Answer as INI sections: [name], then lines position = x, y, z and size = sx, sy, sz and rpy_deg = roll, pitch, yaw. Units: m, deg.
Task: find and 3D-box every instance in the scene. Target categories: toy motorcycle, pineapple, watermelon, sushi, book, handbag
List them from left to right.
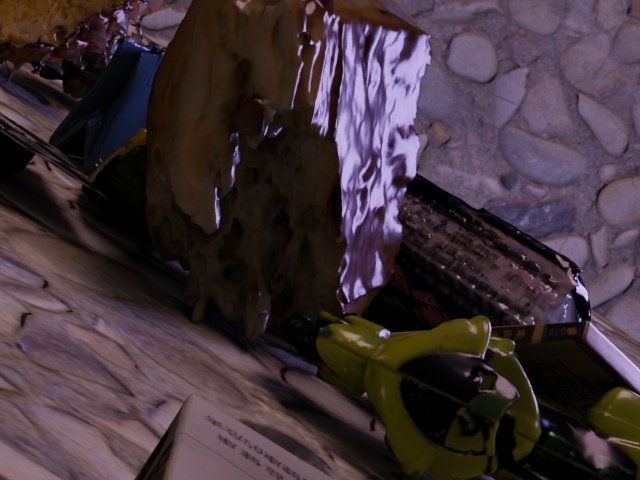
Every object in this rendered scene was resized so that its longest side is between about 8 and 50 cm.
[sushi]
position = -0.303, -0.095, 1.655
size = 0.231, 0.047, 0.219
rpy_deg = 34, 1, -23
[pineapple]
position = -0.267, -0.235, 2.269
size = 0.262, 0.262, 0.271
rpy_deg = 37, -15, 32
[handbag]
position = -0.179, -0.132, 2.024
size = 0.057, 0.144, 0.221
rpy_deg = 33, 8, 18
[watermelon]
position = -0.141, -0.071, 1.821
size = 0.123, 0.129, 0.301
rpy_deg = 32, 20, -1
[toy motorcycle]
position = 0.139, 0.142, 1.540
size = 0.342, 0.142, 0.206
rpy_deg = 28, 5, -26
[book]
position = 0.159, 0.117, 1.665
size = 0.231, 0.026, 0.161
rpy_deg = -6, -31, 36

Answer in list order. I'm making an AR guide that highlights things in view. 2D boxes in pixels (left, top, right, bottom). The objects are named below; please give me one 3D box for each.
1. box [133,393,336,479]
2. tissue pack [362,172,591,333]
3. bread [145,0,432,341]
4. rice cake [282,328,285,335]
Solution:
[box]
position = -0.020, 0.170, 0.966
size = 0.164, 0.069, 0.256
rpy_deg = 32, 6, -4
[tissue pack]
position = 0.137, 0.056, 1.982
size = 0.332, 0.123, 0.245
rpy_deg = 36, -18, 36
[bread]
position = -0.049, -0.072, 1.634
size = 0.192, 0.314, 0.370
rpy_deg = 11, 9, 16
[rice cake]
position = -0.029, 0.069, 1.798
size = 0.022, 0.021, 0.121
rpy_deg = 41, 4, -16
